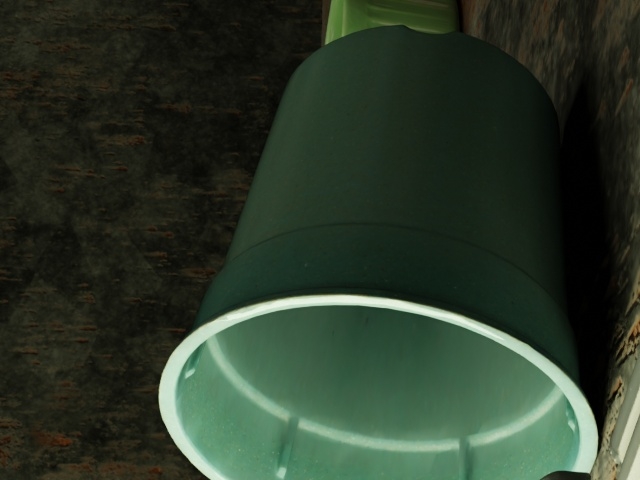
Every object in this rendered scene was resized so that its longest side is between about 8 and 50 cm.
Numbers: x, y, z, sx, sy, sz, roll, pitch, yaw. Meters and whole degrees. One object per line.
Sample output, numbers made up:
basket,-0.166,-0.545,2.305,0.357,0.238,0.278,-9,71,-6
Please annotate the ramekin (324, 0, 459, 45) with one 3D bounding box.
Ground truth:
ramekin,0.083,-0.195,2.187,0.303,0.148,0.303,-175,90,-85

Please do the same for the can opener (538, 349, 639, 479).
can opener,0.194,0.137,1.082,0.074,0.093,0.280,-90,11,-49

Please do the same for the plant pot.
plant pot,0.064,0.022,1.427,0.341,0.341,0.334,100,179,-51
